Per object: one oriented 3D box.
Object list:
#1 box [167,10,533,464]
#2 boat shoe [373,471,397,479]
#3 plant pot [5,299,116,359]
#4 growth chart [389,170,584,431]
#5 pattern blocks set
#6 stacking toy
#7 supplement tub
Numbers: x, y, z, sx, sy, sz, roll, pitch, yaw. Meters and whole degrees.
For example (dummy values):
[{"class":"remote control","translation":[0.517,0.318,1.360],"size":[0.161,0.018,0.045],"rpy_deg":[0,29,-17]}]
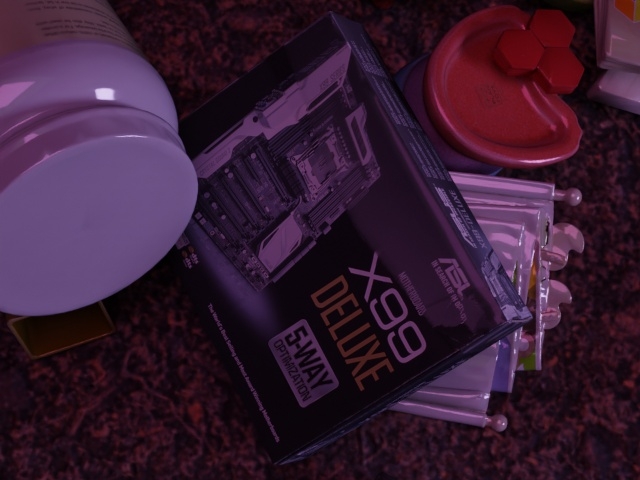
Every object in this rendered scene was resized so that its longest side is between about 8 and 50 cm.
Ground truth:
[{"class":"box","translation":[0.000,0.000,1.249],"size":[0.242,0.076,0.307],"rpy_deg":[-33,75,20]},{"class":"boat shoe","translation":[0.110,0.239,1.239],"size":[0.152,0.056,0.049],"rpy_deg":[19,81,7]},{"class":"plant pot","translation":[-0.238,0.043,1.293],"size":[0.082,0.081,0.083],"rpy_deg":[-19,61,-4]},{"class":"growth chart","translation":[0.129,0.052,1.272],"size":[0.172,0.021,0.237],"rpy_deg":[15,95,3]},{"class":"pattern blocks set","translation":[0.329,-0.201,1.326],"size":[0.325,0.026,0.285],"rpy_deg":[21,64,-5]},{"class":"stacking toy","translation":[0.160,-0.197,1.361],"size":[0.280,0.130,0.308],"rpy_deg":[-7,76,-28]},{"class":"supplement tub","translation":[-0.263,-0.121,1.218],"size":[0.235,0.235,0.325],"rpy_deg":[-31,58,-7]}]
